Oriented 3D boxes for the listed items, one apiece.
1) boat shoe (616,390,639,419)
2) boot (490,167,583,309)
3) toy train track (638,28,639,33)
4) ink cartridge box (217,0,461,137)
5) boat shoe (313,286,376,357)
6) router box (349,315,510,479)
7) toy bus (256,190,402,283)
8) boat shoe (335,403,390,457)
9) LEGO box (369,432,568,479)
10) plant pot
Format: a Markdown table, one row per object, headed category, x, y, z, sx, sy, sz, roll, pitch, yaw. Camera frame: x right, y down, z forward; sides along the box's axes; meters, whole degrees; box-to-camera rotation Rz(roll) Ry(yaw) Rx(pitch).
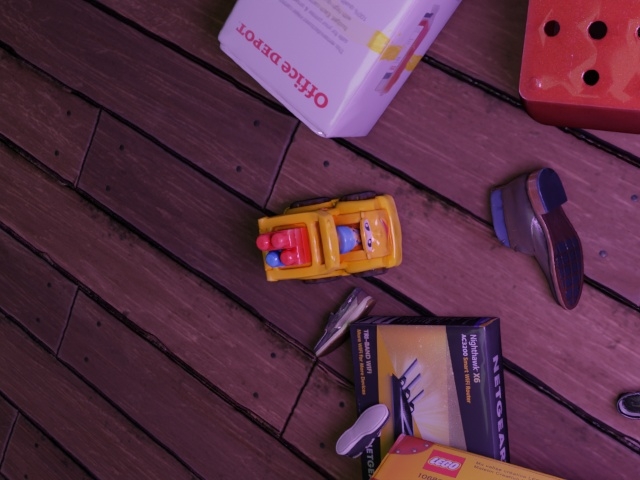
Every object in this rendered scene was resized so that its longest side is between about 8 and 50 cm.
| category | x | y | z | sx | sy | sz | roll | pitch | yaw |
| --- | --- | --- | --- | --- | --- | --- | --- | --- | --- |
| boat shoe | 0.504 | 0.241 | 1.193 | 0.133 | 0.042 | 0.049 | -9 | 90 | 29 |
| boot | 0.335 | 0.001 | 1.256 | 0.106 | 0.082 | 0.219 | -8 | 97 | 52 |
| toy train track | 0.465 | -0.283 | 1.164 | 0.048 | 0.014 | 0.083 | 7 | 100 | 29 |
| ink cartridge box | 0.050 | -0.397 | 1.304 | 0.279 | 0.160 | 0.385 | 44 | 115 | 18 |
| boat shoe | 0.037 | 0.146 | 1.445 | 0.152 | 0.056 | 0.049 | -48 | 68 | 16 |
| router box | 0.183 | 0.284 | 1.358 | 0.242 | 0.081 | 0.309 | -3 | 95 | 30 |
| toy bus | 0.000 | 0.000 | 1.355 | 0.220 | 0.211 | 0.150 | -7 | 91 | 29 |
| boat shoe | 0.078 | 0.321 | 1.354 | 0.125 | 0.038 | 0.046 | -49 | 30 | 20 |
| LEGO box | 0.312 | 0.547 | 1.192 | 0.499 | 0.193 | 0.373 | 11 | 116 | 25 |
| plant pot | 0.392 | -0.269 | 1.065 | 0.267 | 0.235 | 0.267 | 12 | 105 | 32 |
